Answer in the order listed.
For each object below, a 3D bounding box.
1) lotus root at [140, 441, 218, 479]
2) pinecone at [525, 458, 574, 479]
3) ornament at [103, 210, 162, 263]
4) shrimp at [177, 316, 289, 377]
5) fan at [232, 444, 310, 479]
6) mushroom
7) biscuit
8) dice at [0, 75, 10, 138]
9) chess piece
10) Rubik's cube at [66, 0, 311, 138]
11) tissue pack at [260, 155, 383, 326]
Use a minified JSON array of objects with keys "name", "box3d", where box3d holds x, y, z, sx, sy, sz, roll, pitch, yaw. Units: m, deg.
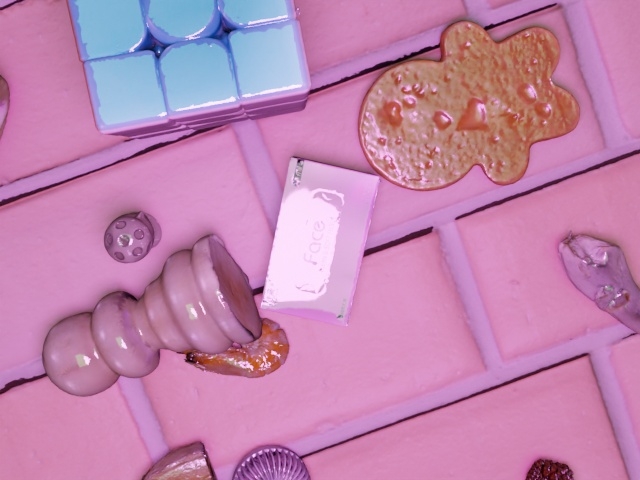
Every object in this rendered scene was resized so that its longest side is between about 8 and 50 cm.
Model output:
[{"name":"lotus root","box3d":[-0.233,0.407,1.313,0.144,0.070,0.143,-10,101,-5]},{"name":"pinecone","box3d":[0.384,0.403,1.334,0.083,0.077,0.077,0,95,-2]},{"name":"ornament","box3d":[-0.289,-0.010,1.231,0.075,0.156,0.081,25,94,-5]},{"name":"shrimp","box3d":[-0.146,0.177,1.314,0.190,0.042,0.101,-2,74,-2]},{"name":"fan","box3d":[-0.065,0.462,1.327,0.130,0.074,0.244,-17,101,-12]},{"name":"mushroom","box3d":[0.497,0.084,1.308,0.278,0.099,0.096,41,106,-9]},{"name":"biscuit","box3d":[0.233,-0.208,1.289,0.355,0.052,0.275,-23,95,1]},{"name":"dice","box3d":[-0.626,-0.175,1.158,0.254,0.250,0.252,23,93,-3]},{"name":"chess piece","box3d":[-0.275,0.137,1.248,0.330,0.182,0.182,-25,95,6]},{"name":"Rubik's cube","box3d":[-0.181,-0.314,1.145,0.290,0.291,0.291,-10,96,-1]},{"name":"tissue pack","box3d":[0.000,0.000,1.276,0.148,0.092,0.246,11,94,-4]}]
